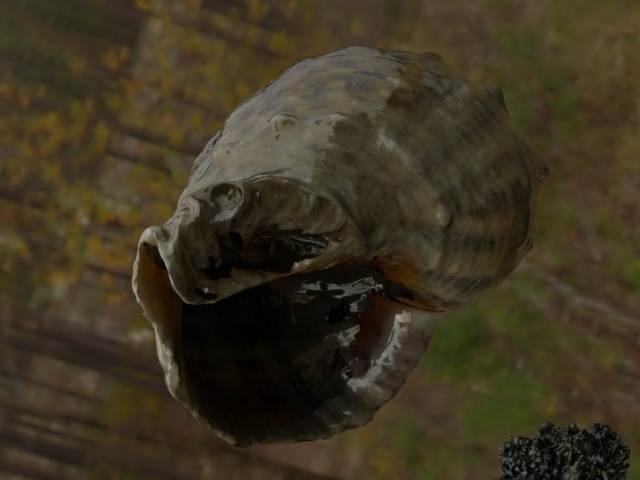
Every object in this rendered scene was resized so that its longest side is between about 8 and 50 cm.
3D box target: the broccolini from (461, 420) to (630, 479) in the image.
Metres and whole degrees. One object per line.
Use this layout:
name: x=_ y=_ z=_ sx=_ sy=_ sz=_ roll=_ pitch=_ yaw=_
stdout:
broccolini: x=0.109 y=0.135 z=1.150 sx=0.201 sy=0.074 sz=0.058 roll=168 pitch=105 yaw=-71

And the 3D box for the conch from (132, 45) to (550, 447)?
conch: x=-0.006 y=-0.011 z=1.089 sx=0.159 sy=0.291 sz=0.210 roll=54 pitch=131 yaw=33
